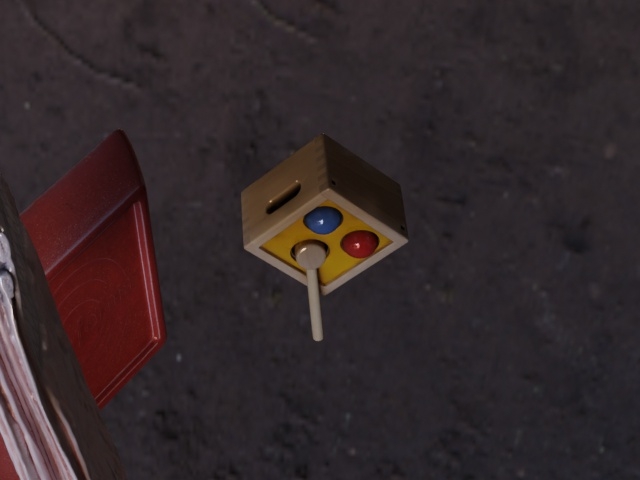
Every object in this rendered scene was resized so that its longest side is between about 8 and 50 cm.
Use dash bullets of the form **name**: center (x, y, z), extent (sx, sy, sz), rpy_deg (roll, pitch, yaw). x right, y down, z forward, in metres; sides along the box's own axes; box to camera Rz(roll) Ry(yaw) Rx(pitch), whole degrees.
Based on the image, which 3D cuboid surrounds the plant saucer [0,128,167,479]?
- **plant saucer**: center (-0.220, 0.074, 1.395), extent (0.048, 0.259, 0.258), rpy_deg (23, 49, 25)

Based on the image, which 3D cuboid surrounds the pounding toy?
- **pounding toy**: center (0.000, 0.000, 1.502), extent (0.130, 0.141, 0.100), rpy_deg (32, 37, -35)

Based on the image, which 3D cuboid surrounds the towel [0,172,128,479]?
- **towel**: center (-0.185, 0.064, 1.019), extent (0.053, 0.317, 0.332), rpy_deg (-20, 28, -7)
